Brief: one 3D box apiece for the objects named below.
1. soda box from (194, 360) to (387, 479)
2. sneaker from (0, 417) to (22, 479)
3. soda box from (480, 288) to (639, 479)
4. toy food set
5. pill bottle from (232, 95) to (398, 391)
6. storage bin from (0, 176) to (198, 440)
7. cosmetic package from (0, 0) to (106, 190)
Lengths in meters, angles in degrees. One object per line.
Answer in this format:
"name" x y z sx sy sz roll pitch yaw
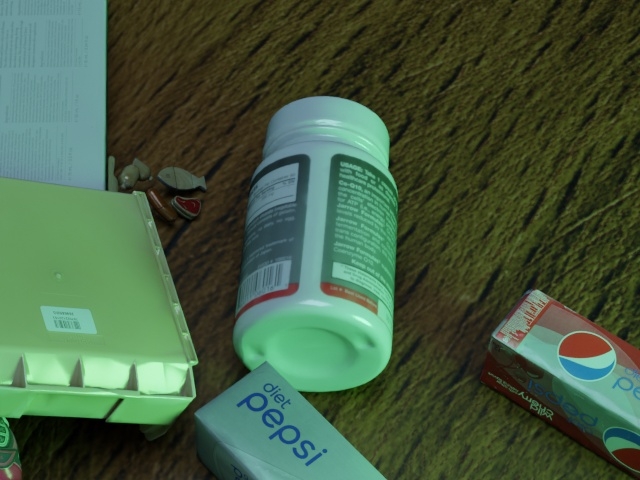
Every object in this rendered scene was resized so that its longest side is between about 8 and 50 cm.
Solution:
"soda box" 0.004 0.253 1.587 0.098 0.091 0.286 -35 63 -25
"sneaker" -0.426 0.238 1.555 0.299 0.121 0.112 -26 68 -20
"soda box" 0.295 0.160 1.673 0.263 0.092 0.083 32 59 18
"toy food set" -0.182 -0.050 1.819 0.122 0.019 0.078 16 54 -30
"pill bottle" 0.000 0.000 1.729 0.161 0.161 0.283 5 54 0
"storage bin" -0.279 0.068 1.618 0.262 0.123 0.260 8 47 -36
"cosmetic package" -0.382 -0.161 1.862 0.284 0.097 0.377 0 54 -6
